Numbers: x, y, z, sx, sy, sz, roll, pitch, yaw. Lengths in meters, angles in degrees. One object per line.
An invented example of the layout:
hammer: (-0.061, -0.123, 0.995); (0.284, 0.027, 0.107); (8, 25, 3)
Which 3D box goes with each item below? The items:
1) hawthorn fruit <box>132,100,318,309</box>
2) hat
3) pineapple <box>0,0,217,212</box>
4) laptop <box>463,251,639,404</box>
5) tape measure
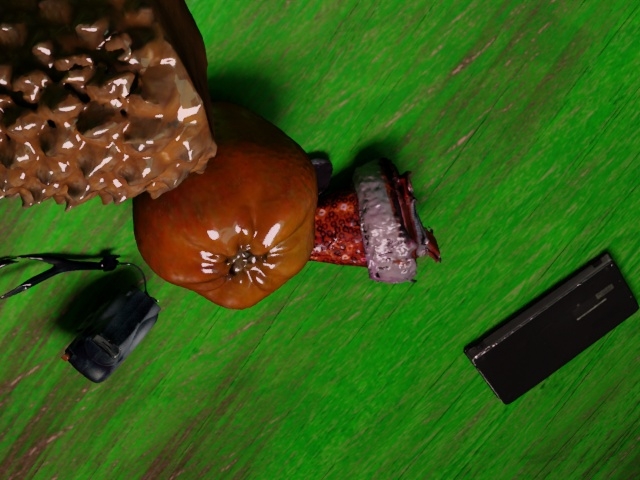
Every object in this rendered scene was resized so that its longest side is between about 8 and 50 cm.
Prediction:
hawthorn fruit: (-0.083, -0.036, 1.745); (0.189, 0.189, 0.189); (-20, 142, -17)
hat: (0.000, -0.002, 1.925); (0.227, 0.129, 0.140); (-13, 165, 3)
pineapple: (-0.268, -0.107, 1.518); (0.357, 0.223, 0.223); (-15, 143, 2)
laptop: (0.280, 0.108, 2.297); (0.207, 0.026, 0.154); (-35, 143, 2)
tape measure: (-0.247, 0.060, 1.852); (0.180, 0.104, 0.107); (29, 143, -15)
